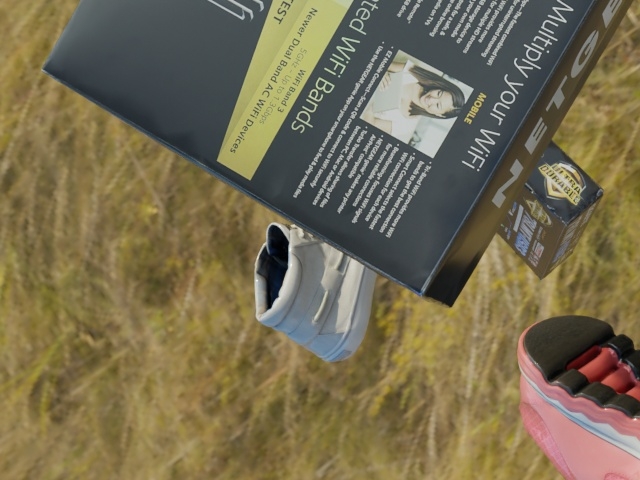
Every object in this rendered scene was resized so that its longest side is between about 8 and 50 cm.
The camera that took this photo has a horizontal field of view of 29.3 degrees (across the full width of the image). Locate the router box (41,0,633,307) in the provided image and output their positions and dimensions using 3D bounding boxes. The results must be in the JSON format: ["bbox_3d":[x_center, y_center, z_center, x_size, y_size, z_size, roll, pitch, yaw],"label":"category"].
[{"bbox_3d":[0.036,-0.157,0.635,0.243,0.308,0.081,32,-178,19],"label":"router box"}]

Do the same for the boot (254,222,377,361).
[{"bbox_3d":[0.000,0.000,1.363,0.123,0.258,0.095,30,140,-27],"label":"boot"}]

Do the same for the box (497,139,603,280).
[{"bbox_3d":[0.218,-0.104,1.563,0.293,0.073,0.295,46,174,14],"label":"box"}]

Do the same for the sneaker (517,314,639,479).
[{"bbox_3d":[0.288,0.195,1.025,0.314,0.116,0.136,42,144,34],"label":"sneaker"}]
